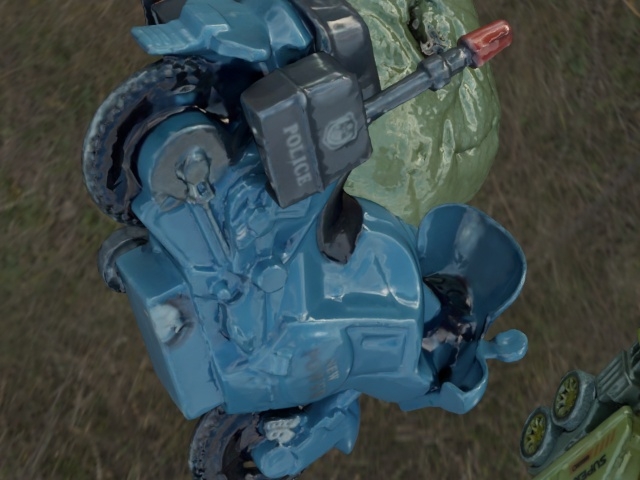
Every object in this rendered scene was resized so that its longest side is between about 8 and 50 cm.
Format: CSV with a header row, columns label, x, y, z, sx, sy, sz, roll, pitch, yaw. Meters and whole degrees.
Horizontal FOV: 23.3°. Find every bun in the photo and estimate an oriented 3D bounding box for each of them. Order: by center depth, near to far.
label,x,y,z,sx,sy,sz,roll,pitch,yaw
bun,0.050,-0.109,1.040,0.108,0.221,0.221,-11,108,30

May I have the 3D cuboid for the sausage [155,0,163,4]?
label,x,y,z,sx,sy,sz,roll,pitch,yaw
sausage,-0.088,-0.253,1.677,0.194,0.077,0.077,8,107,3

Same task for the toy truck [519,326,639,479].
label,x,y,z,sx,sy,sz,roll,pitch,yaw
toy truck,0.181,0.111,0.814,0.085,0.116,0.191,21,132,-17

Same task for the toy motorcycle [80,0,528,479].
label,x,y,z,sx,sy,sz,roll,pitch,yaw
toy motorcycle,0.000,0.000,0.684,0.182,0.123,0.272,-28,134,-15
